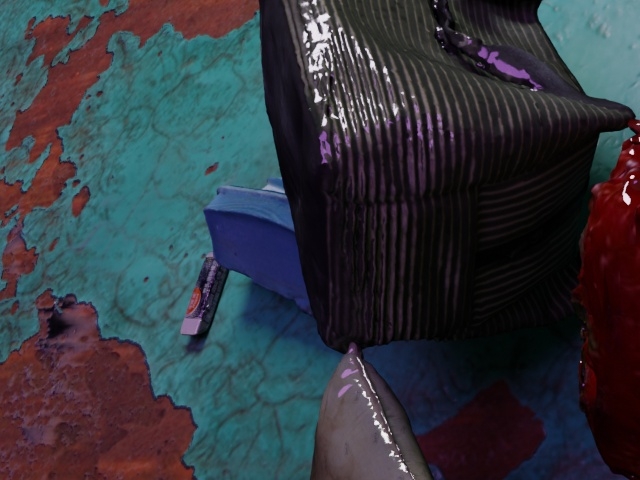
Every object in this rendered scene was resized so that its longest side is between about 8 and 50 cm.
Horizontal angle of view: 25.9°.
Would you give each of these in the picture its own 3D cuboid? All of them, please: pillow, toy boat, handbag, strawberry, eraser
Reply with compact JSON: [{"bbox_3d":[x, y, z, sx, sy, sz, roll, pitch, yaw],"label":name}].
[{"bbox_3d":[0.021,0.245,0.992,0.185,0.075,0.302,-119,34,-49],"label":"pillow"},{"bbox_3d":[0.000,0.000,1.257,0.098,0.109,0.238,-31,32,-31],"label":"toy boat"},{"bbox_3d":[0.084,-0.083,1.077,0.240,0.247,0.340,-7,41,-9],"label":"handbag"},{"bbox_3d":[0.274,0.026,0.882,0.220,0.274,0.274,1,62,17],"label":"strawberry"},{"bbox_3d":[-0.113,0.050,1.377,0.027,0.019,0.099,-1,64,42],"label":"eraser"}]
